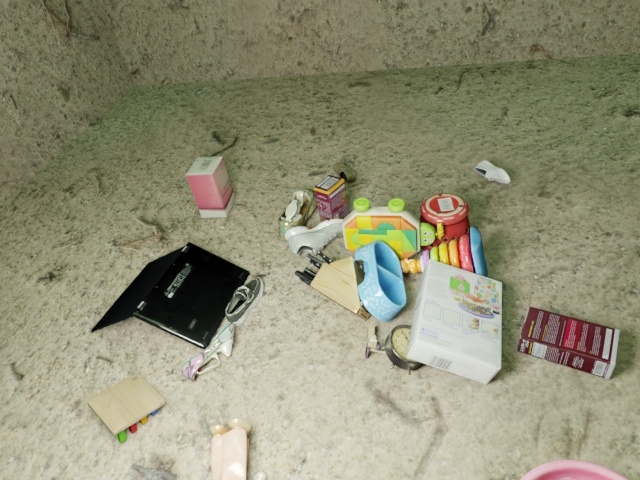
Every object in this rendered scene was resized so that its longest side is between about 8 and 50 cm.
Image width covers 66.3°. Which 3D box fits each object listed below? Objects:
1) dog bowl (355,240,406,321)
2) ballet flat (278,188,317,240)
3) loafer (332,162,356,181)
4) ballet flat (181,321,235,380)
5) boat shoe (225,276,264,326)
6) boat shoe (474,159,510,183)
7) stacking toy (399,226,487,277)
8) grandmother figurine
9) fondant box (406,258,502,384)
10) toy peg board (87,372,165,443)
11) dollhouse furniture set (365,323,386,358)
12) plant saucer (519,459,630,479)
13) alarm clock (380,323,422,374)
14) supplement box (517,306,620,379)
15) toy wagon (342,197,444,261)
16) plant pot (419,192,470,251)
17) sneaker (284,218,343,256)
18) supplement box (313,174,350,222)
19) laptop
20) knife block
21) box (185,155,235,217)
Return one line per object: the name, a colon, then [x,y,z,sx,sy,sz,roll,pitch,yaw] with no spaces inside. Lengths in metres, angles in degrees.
dog bowl: [0.202,0.122,1.604,0.074,0.166,0.297,-39,35,32]
ballet flat: [-0.091,-0.140,2.040,0.123,0.123,0.349,4,42,18]
loafer: [0.102,-0.313,2.243,0.050,0.056,0.148,-28,42,-28]
ballet flat: [-0.335,0.359,1.552,0.079,0.077,0.221,38,63,21]
boat shoe: [-0.263,0.198,1.714,0.077,0.070,0.219,6,43,20]
boat shoe: [0.718,-0.279,2.055,0.063,0.066,0.184,-32,45,-3]
stacking toy: [0.400,0.076,1.659,0.301,0.166,0.175,-10,23,19]
grandmother figurine: [-0.219,0.618,1.197,0.207,0.104,0.342,-31,38,20]
fondant box: [0.403,0.229,1.451,0.238,0.096,0.330,18,46,5]
toy peg board: [-0.567,0.499,1.444,0.161,0.079,0.160,26,36,35]
dollhouse furniture set: [0.186,0.296,1.496,0.081,0.091,0.114,10,39,1]
plant saucer: [0.552,0.629,1.003,0.332,0.084,0.332,-7,40,6]
alarm clock: [0.266,0.306,1.449,0.129,0.064,0.192,39,51,17]
supplement box: [0.697,0.284,1.383,0.239,0.073,0.130,15,46,27]
toy wagon: [0.251,-0.024,1.702,0.344,0.267,0.068,2,43,15]
plant pot: [0.445,-0.064,1.779,0.191,0.174,0.191,-9,39,7]
sneaker: [0.000,0.000,1.888,0.262,0.099,0.121,-13,61,-6]
supplement box: [0.047,-0.153,1.963,0.080,0.188,0.104,23,50,35]
laptop: [-0.536,0.218,1.782,0.407,0.236,0.382,26,42,-1]
knife block: [0.028,0.160,1.666,0.242,0.088,0.276,-21,56,20]
box: [-0.476,-0.233,2.148,0.126,0.232,0.149,0,41,13]
